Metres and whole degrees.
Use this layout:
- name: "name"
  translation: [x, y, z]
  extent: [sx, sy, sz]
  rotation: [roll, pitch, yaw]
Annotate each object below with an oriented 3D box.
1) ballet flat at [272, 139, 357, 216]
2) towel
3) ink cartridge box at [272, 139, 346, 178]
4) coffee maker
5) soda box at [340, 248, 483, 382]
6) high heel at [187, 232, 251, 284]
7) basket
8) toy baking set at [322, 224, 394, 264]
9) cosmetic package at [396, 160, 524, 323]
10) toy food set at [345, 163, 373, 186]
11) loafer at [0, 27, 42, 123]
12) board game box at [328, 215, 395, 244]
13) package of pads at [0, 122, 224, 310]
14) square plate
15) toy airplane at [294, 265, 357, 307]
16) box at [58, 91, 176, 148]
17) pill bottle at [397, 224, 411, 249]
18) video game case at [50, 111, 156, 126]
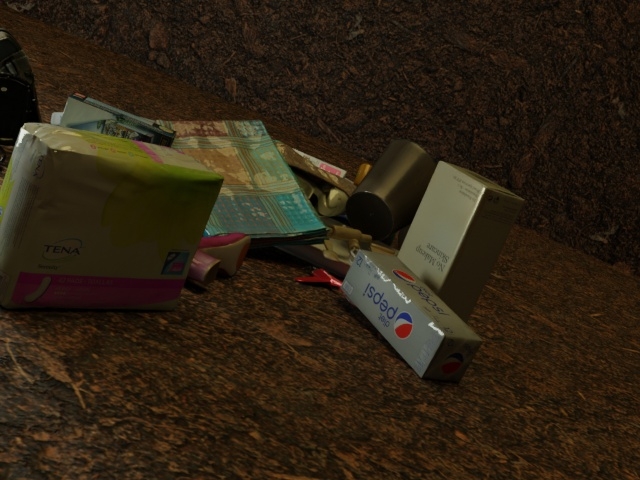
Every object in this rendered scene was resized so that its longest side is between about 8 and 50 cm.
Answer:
- name: "ballet flat"
  translation: [-0.017, -0.116, 2.040]
  extent: [0.316, 0.107, 0.106]
  rotation: [27, 37, -26]
- name: "towel"
  translation: [-0.169, -0.125, 1.782]
  extent: [0.271, 0.040, 0.370]
  rotation: [-5, 48, -32]
- name: "ink cartridge box"
  translation: [-0.097, -0.170, 2.203]
  extent: [0.311, 0.065, 0.186]
  rotation: [21, -27, 2]
- name: "coffee maker"
  translation: [-0.627, -0.226, 1.608]
  extent: [0.178, 0.171, 0.120]
  rotation: [7, -22, 48]
- name: "soda box"
  translation: [0.155, 0.128, 1.541]
  extent: [0.098, 0.091, 0.286]
  rotation: [12, 23, -37]
- name: "high heel"
  translation: [-0.203, 0.017, 1.487]
  extent: [0.117, 0.082, 0.244]
  rotation: [23, 21, 10]
- name: "basket"
  translation: [0.170, -0.105, 2.063]
  extent: [0.154, 0.204, 0.227]
  rotation: [-16, 18, 42]
- name: "toy baking set"
  translation: [0.083, 0.018, 1.828]
  extent: [0.256, 0.030, 0.197]
  rotation: [12, 18, -38]
- name: "cosmetic package"
  translation: [0.252, 0.020, 1.708]
  extent: [0.113, 0.309, 0.160]
  rotation: [14, 15, -35]
- name: "toy food set"
  translation: [0.095, -0.106, 2.360]
  extent: [0.111, 0.105, 0.232]
  rotation: [29, -28, -13]
- name: "loafer"
  translation: [-0.600, -0.300, 1.737]
  extent: [0.084, 0.267, 0.096]
  rotation: [37, 59, 21]
- name: "board game box"
  translation: [0.097, -0.027, 2.203]
  extent: [0.160, 0.047, 0.210]
  rotation: [25, 13, 11]
- name: "package of pads"
  translation: [-0.285, -0.025, 1.164]
  extent: [0.101, 0.229, 0.296]
  rotation: [32, 17, 36]
- name: "square plate"
  translation: [0.000, 0.000, 1.933]
  extent: [0.344, 0.049, 0.347]
  rotation: [25, 13, 7]
- name: "toy airplane"
  translation: [0.024, 0.083, 1.691]
  extent: [0.151, 0.028, 0.151]
  rotation: [20, 14, -5]
- name: "box"
  translation: [-0.330, -0.083, 1.301]
  extent: [0.159, 0.233, 0.044]
  rotation: [21, 17, -10]
- name: "pill bottle"
  translation: [0.282, -0.017, 2.288]
  extent: [0.131, 0.131, 0.229]
  rotation: [25, 13, 9]
- name: "video game case"
  translation: [-0.417, -0.252, 2.055]
  extent: [0.329, 0.036, 0.300]
  rotation: [10, -1, -44]
